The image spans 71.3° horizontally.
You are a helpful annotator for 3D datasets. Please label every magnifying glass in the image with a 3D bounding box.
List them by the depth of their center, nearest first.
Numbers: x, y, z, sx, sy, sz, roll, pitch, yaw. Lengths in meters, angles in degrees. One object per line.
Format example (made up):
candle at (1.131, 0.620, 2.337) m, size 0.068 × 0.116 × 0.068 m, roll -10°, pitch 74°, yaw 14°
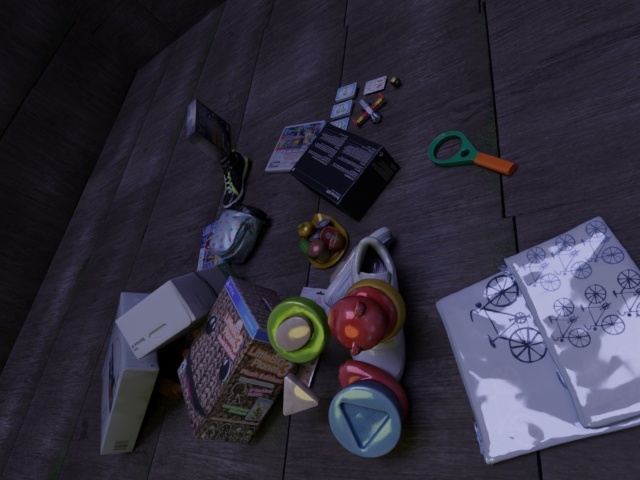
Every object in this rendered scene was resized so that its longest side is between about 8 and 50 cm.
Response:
magnifying glass at (0.340, -0.193, 1.017) m, size 0.092 × 0.026 × 0.231 m, roll -53°, pitch 39°, yaw 0°

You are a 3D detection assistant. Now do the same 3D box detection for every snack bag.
snack bag at (0.372, 0.158, 0.739) m, size 0.342 × 0.037 × 0.323 m, roll -30°, pitch 47°, yaw 25°

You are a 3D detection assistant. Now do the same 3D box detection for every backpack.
backpack at (-0.259, -0.022, 1.385) m, size 0.152 × 0.115 × 0.182 m, roll 12°, pitch 75°, yaw 44°

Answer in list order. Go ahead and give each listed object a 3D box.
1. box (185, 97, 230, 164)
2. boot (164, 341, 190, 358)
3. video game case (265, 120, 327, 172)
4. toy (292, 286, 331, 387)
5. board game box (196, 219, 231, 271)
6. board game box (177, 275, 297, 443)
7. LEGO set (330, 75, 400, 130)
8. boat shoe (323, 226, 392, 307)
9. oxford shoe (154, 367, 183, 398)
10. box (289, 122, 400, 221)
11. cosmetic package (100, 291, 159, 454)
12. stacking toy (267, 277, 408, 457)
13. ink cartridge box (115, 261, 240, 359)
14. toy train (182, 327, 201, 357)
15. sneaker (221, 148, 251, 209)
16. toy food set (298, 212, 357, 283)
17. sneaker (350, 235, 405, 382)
box at (-0.445, -0.435, 1.782) m, size 0.056 × 0.183 × 0.231 m, roll -33°, pitch 45°, yaw 22°
boot at (-0.456, 0.317, 1.337) m, size 0.106 × 0.114 × 0.037 m, roll 4°, pitch 67°, yaw 44°
video game case at (-0.083, -0.308, 1.483) m, size 0.201 × 0.023 × 0.183 m, roll 6°, pitch 68°, yaw 46°
toy at (-0.048, 0.217, 1.072) m, size 0.137 × 0.056 × 0.237 m, roll 2°, pitch 65°, yaw 43°
board game box at (-0.351, 0.022, 1.499) m, size 0.136 × 0.035 × 0.201 m, roll -24°, pitch 49°, yaw 29°
board game box at (-0.191, 0.275, 1.051) m, size 0.291 × 0.141 × 0.232 m, roll -60°, pitch 35°, yaw 9°
LEGO set at (0.120, -0.423, 1.349) m, size 0.244 × 0.060 × 0.182 m, roll -2°, pitch 66°, yaw 42°
boat shoe at (0.104, 0.076, 1.023) m, size 0.081 × 0.079 × 0.227 m, roll 38°, pitch 90°, yaw 29°
oxford shoe at (-0.395, 0.415, 1.267) m, size 0.212 × 0.076 × 0.076 m, roll -2°, pitch 93°, yaw 39°
box at (0.057, -0.192, 1.216) m, size 0.184 × 0.103 × 0.261 m, roll -50°, pitch 42°, yaw 0°
cosmetic package at (-0.564, 0.384, 1.300) m, size 0.377 × 0.097 × 0.284 m, roll -64°, pitch 33°, yaw 28°
stacking toy at (0.014, 0.236, 0.810) m, size 0.279 × 0.130 × 0.309 m, roll -5°, pitch 95°, yaw 22°
ink cartridge box at (-0.362, 0.178, 1.208) m, size 0.211 × 0.289 × 0.121 m, roll -35°, pitch 86°, yaw 16°
toy train at (-0.339, 0.297, 1.287) m, size 0.125 × 0.046 × 0.166 m, roll 3°, pitch 61°, yaw 46°
sneaker at (-0.321, -0.220, 1.587) m, size 0.084 × 0.097 × 0.234 m, roll -15°, pitch 54°, yaw 36°
toy food set at (0.000, 0.000, 1.162) m, size 0.128 × 0.071 × 0.218 m, roll -49°, pitch 42°, yaw 5°
sneaker at (0.102, 0.137, 0.883) m, size 0.114 × 0.152 × 0.305 m, roll -7°, pitch 73°, yaw 5°
